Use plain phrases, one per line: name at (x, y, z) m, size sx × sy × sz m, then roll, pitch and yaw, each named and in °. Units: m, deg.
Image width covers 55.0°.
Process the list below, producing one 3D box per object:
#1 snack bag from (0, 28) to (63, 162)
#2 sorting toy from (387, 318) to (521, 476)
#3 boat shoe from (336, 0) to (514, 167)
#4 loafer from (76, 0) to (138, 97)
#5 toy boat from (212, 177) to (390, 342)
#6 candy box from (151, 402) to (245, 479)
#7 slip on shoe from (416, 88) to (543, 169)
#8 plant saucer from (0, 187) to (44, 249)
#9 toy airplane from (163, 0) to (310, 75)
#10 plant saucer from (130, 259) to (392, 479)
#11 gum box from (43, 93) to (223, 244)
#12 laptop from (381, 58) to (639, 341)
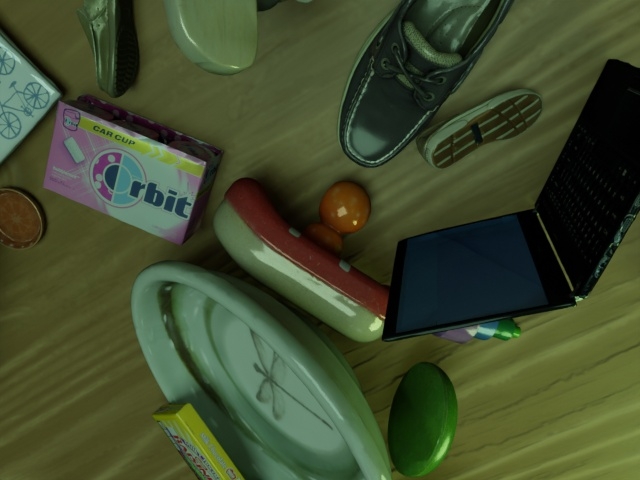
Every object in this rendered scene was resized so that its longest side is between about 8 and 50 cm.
snack bag at (-0.521, -0.205, 0.739) m, size 0.323 × 0.037 × 0.342 m, roll -36°, pitch 100°, yaw 21°
sorting toy at (0.151, 0.239, 0.706) m, size 0.126 × 0.127 × 0.366 m, roll 18°, pitch 87°, yaw -15°
boat shoe at (0.102, -0.188, 0.595) m, size 0.102 × 0.092 × 0.285 m, roll 34°, pitch 114°, yaw -6°
loafer at (-0.232, -0.231, 0.666) m, size 0.050 × 0.056 × 0.148 m, roll 6°, pitch 101°, yaw 9°
toy boat at (0.000, 0.000, 0.680) m, size 0.231 × 0.151 × 0.151 m, roll 33°, pitch 83°, yaw -3°
candy box at (-0.137, 0.300, 0.797) m, size 0.206 × 0.027 × 0.105 m, roll 56°, pitch 143°, yaw -5°
slip on shoe at (0.162, -0.119, 0.632) m, size 0.135 × 0.041 × 0.051 m, roll -30°, pitch 128°, yaw -3°
plant saucer at (-0.395, -0.029, 0.794) m, size 0.083 × 0.013 × 0.084 m, roll 4°, pitch 111°, yaw 10°
toy airplane at (-0.090, -0.377, 0.463) m, size 0.384 × 0.272 × 0.386 m, roll 40°, pitch 83°, yaw -12°
plant saucer at (-0.056, 0.178, 0.707) m, size 0.400 × 0.100 × 0.401 m, roll 30°, pitch 140°, yaw 30°
gum box at (-0.221, -0.085, 0.712) m, size 0.188 × 0.062 × 0.107 m, roll 22°, pitch 113°, yaw 2°
laptop at (0.173, -0.047, 0.559) m, size 0.136 × 0.234 × 0.264 m, roll 21°, pitch 114°, yaw 2°
